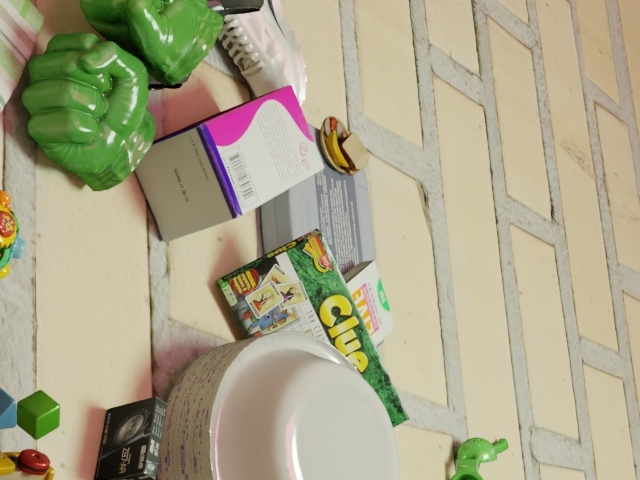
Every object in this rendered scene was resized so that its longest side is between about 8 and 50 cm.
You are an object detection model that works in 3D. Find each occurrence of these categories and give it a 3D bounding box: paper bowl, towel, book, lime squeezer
[{"bbox_3d":[-0.027,0.238,1.586,0.284,0.148,0.284,20,63,-44],"label":"paper bowl"},{"bbox_3d":[-0.335,-0.211,1.470,0.113,0.023,0.152,53,34,-34],"label":"towel"},{"bbox_3d":[0.042,0.093,1.826,0.144,0.035,0.096,-36,111,-58],"label":"book"},{"bbox_3d":[0.211,0.349,2.068,0.310,0.059,0.110,-62,158,-52],"label":"lime squeezer"}]

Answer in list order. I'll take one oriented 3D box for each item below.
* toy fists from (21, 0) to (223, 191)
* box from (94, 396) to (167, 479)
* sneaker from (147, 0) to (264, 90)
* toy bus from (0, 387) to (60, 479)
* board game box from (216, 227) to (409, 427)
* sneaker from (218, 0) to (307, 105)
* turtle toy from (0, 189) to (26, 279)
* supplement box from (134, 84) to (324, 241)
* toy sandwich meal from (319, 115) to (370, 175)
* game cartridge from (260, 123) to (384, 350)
[{"bbox_3d":[-0.207,-0.193,1.539,0.142,0.096,0.279,45,61,-33],"label":"toy fists"},{"bbox_3d":[-0.188,0.201,1.458,0.018,0.067,0.083,41,44,-42],"label":"box"},{"bbox_3d":[-0.150,-0.238,1.714,0.222,0.083,0.118,-14,93,-41],"label":"sneaker"},{"bbox_3d":[-0.311,0.202,1.224,0.191,0.104,0.202,-39,147,-27],"label":"toy bus"},{"bbox_3d":[-0.006,0.130,1.738,0.259,0.136,0.030,64,-10,-15],"label":"board game box"},{"bbox_3d":[-0.092,-0.259,1.839,0.095,0.090,0.235,-19,88,-47],"label":"sneaker"},{"bbox_3d":[-0.319,-0.005,1.345,0.130,0.066,0.095,-24,96,-59],"label":"turtle toy"},{"bbox_3d":[-0.104,-0.092,1.694,0.220,0.114,0.111,-32,102,-57],"label":"supplement box"},{"bbox_3d":[0.031,-0.124,1.909,0.085,0.029,0.085,32,49,-48],"label":"toy sandwich meal"},{"bbox_3d":[0.000,0.000,1.878,0.196,0.060,0.294,25,55,-56],"label":"game cartridge"}]
